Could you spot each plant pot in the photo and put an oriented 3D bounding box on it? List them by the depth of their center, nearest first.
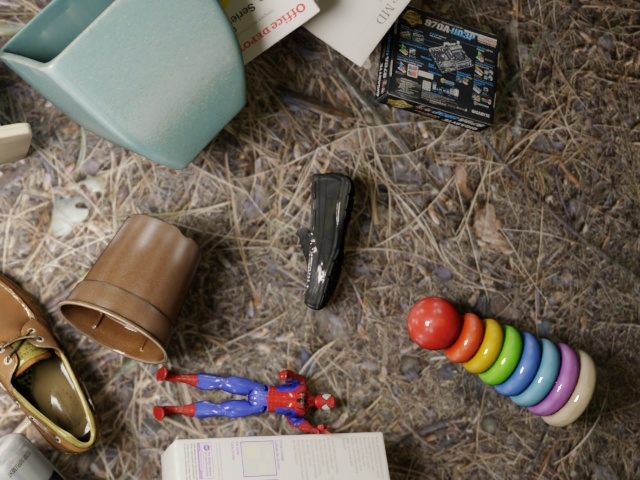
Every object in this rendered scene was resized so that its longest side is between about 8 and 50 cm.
[{"bbox_3d":[-0.248,-0.242,1.247,0.248,0.247,0.252,-49,124,-13],"label":"plant pot"},{"bbox_3d":[-0.257,0.063,1.255,0.167,0.167,0.165,32,62,-16],"label":"plant pot"}]

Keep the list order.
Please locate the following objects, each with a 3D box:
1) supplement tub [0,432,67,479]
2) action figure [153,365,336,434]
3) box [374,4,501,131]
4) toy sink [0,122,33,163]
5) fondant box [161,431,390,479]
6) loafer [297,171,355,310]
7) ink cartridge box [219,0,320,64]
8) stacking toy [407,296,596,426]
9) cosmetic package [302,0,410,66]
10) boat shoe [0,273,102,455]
[{"bbox_3d":[-0.351,0.429,1.119,0.207,0.207,0.338,-44,100,-23],"label":"supplement tub"},{"bbox_3d":[-0.091,0.234,1.309,0.280,0.139,0.092,7,80,-25],"label":"action figure"},{"bbox_3d":[0.212,-0.305,1.572,0.220,0.051,0.175,12,77,-21],"label":"box"},{"bbox_3d":[-0.519,-0.165,1.173,0.234,0.152,0.131,-14,87,-24],"label":"toy sink"},{"bbox_3d":[-0.054,0.408,1.280,0.330,0.096,0.239,3,63,-22],"label":"fondant box"},{"bbox_3d":[0.000,0.000,1.425,0.078,0.076,0.223,9,83,14],"label":"loafer"},{"bbox_3d":[-0.120,-0.386,1.298,0.154,0.093,0.212,-32,113,12],"label":"ink cartridge box"},{"bbox_3d":[0.293,0.190,1.497,0.330,0.141,0.141,26,72,-10],"label":"stacking toy"},{"bbox_3d":[-0.028,-0.478,1.391,0.384,0.156,0.217,31,112,-14],"label":"cosmetic package"},{"bbox_3d":[-0.394,0.153,1.201,0.110,0.104,0.307,-41,98,-24],"label":"boat shoe"}]
